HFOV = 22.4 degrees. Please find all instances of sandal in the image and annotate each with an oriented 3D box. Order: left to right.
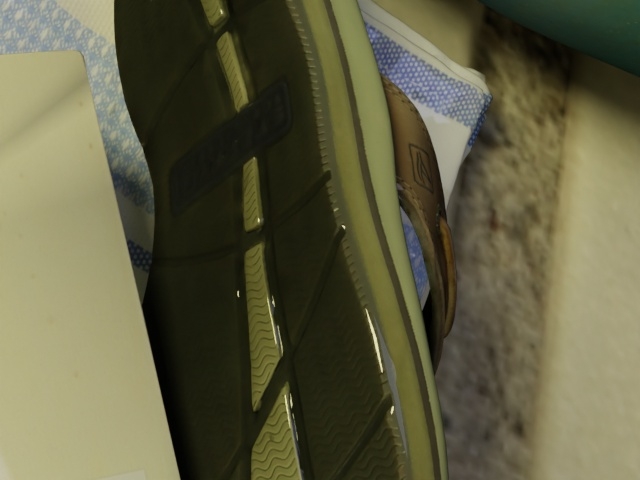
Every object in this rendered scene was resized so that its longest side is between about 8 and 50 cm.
[{"bbox_3d":[0.001,-0.002,0.512,0.086,0.120,0.303,11,66,-41],"label":"sandal"}]

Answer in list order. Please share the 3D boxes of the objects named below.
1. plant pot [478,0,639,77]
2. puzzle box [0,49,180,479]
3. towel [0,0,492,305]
[{"bbox_3d":[0.105,-0.204,0.623,0.255,0.272,0.272,16,63,-11],"label":"plant pot"},{"bbox_3d":[-0.151,0.156,0.405,0.272,0.052,0.409,-7,77,-29],"label":"puzzle box"},{"bbox_3d":[-0.053,0.001,0.564,0.209,0.034,0.285,33,57,-18],"label":"towel"}]
